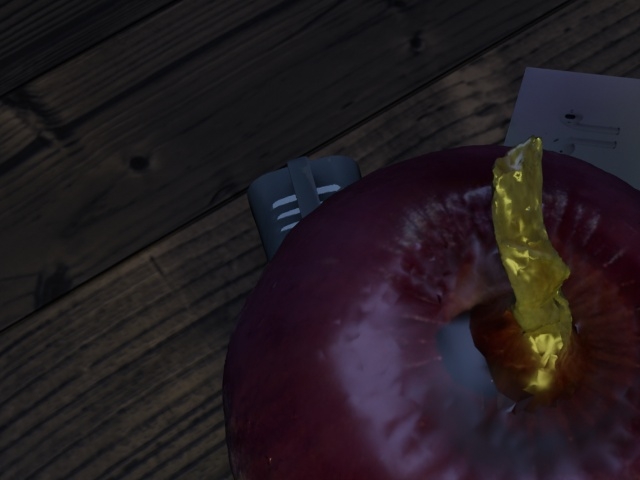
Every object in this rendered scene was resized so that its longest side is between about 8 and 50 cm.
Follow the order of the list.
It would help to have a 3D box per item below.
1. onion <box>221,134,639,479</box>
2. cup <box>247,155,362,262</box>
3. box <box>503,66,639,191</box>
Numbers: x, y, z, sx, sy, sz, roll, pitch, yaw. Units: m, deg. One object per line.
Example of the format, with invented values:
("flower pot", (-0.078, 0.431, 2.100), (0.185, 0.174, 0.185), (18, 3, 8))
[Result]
("onion", (0.112, 0.111, 0.905), (0.358, 0.345, 0.358), (0, 92, 5))
("cup", (0.000, 0.000, 1.114), (0.095, 0.128, 0.129), (-15, 56, -1))
("box", (0.221, -0.073, 1.163), (0.129, 0.051, 0.130), (9, 57, 18))
